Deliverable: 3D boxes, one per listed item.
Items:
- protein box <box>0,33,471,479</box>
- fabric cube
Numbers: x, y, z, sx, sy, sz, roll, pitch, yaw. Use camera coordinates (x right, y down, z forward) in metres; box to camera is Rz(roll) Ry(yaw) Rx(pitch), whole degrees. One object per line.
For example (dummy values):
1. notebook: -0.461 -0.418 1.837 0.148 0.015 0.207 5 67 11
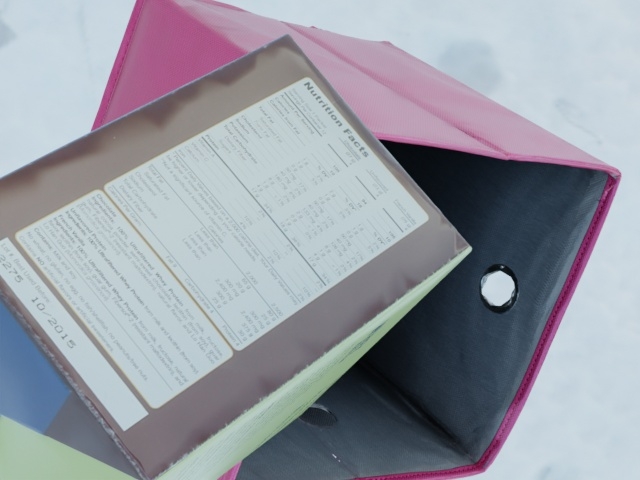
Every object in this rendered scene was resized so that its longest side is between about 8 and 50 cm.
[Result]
1. protein box: -0.077 0.042 0.621 0.201 0.200 0.136 -33 79 -38
2. fabric cube: 0.000 0.000 0.932 0.259 0.258 0.254 4 114 -43
